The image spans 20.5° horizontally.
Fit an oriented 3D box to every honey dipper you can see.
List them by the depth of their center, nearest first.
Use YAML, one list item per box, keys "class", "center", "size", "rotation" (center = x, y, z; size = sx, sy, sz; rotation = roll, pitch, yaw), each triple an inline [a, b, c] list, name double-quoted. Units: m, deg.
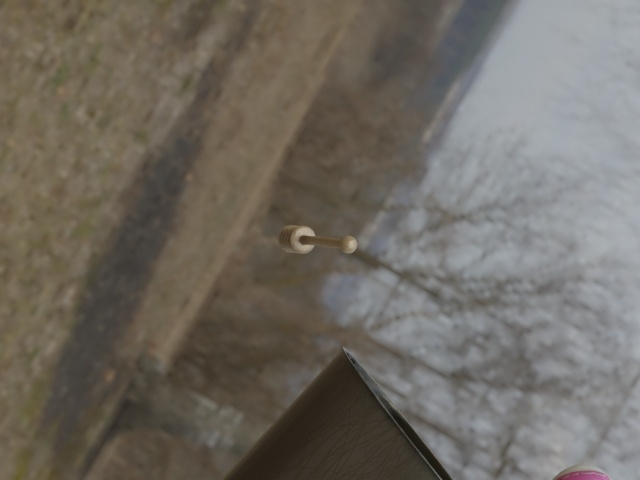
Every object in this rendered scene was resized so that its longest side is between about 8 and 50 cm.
- class: "honey dipper"
  center: [0.000, 0.000, 1.839]
  size: [0.030, 0.030, 0.160]
  rotation: [-60, -159, -12]

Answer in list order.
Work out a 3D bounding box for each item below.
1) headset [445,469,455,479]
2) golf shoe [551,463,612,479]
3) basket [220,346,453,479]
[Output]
- class: "headset"
  center: [0.016, 0.415, 2.142]
  size: [0.394, 0.243, 0.185]
  rotation: [-53, -157, 31]
- class: "golf shoe"
  center: [0.258, 0.304, 1.834]
  size: [0.306, 0.115, 0.140]
  rotation: [82, 1, -50]
- class: "basket"
  center: [-0.008, 0.234, 1.459]
  size: [0.227, 0.204, 0.154]
  rotation: [-40, 148, 1]
